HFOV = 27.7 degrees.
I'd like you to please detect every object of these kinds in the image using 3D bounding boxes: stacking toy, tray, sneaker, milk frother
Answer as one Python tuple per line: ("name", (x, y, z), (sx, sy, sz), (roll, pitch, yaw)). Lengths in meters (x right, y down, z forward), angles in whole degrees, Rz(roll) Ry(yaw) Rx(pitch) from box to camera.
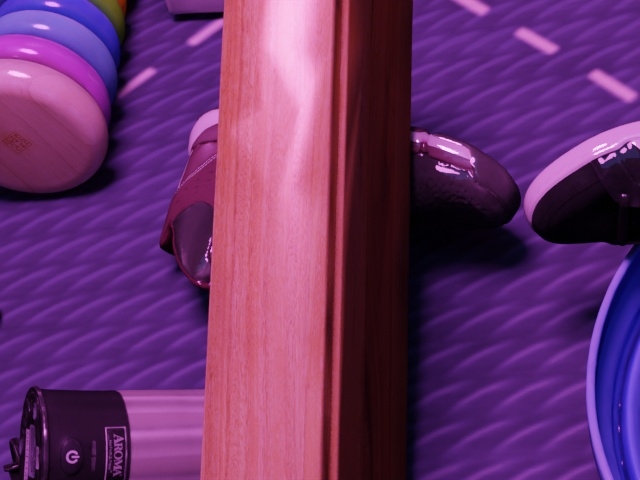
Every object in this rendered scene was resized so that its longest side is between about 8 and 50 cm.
("stacking toy", (-0.229, -0.204, 1.158), (0.141, 0.141, 0.330), (-5, 49, 14))
("tray", (0.003, -0.014, 0.795), (0.076, 0.203, 0.411), (-2, 76, 16))
("sneaker", (0.242, -0.015, 0.794), (0.217, 0.079, 0.121), (-15, 49, 4))
("milk frother", (-0.139, 0.151, 0.881), (0.134, 0.129, 0.143), (3, 13, -23))
("sneaker", (0.000, 0.000, 0.958), (0.281, 0.106, 0.162), (9, 64, 33))

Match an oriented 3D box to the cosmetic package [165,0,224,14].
("cosmetic package", (-0.038, -0.393, 1.223), (0.197, 0.155, 0.365), (-1, 52, 13))

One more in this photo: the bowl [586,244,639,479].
("bowl", (0.359, 0.098, 0.772), (0.391, 0.077, 0.391), (-9, 52, 11))

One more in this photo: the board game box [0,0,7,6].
("board game box", (-0.377, -0.361, 1.347), (0.308, 0.086, 0.302), (-36, 51, -11))
